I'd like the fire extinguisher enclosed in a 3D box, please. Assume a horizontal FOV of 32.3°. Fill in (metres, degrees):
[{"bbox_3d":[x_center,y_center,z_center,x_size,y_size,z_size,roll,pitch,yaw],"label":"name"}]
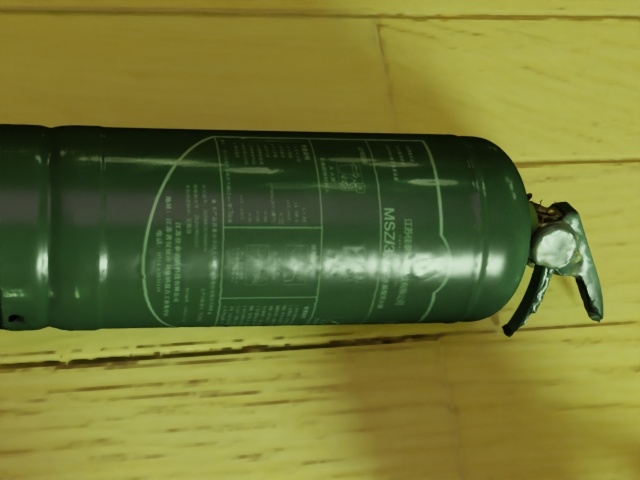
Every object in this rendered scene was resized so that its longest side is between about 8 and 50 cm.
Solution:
[{"bbox_3d":[0.000,0.000,0.540,0.311,0.095,0.114,-1,111,-13],"label":"fire extinguisher"}]
